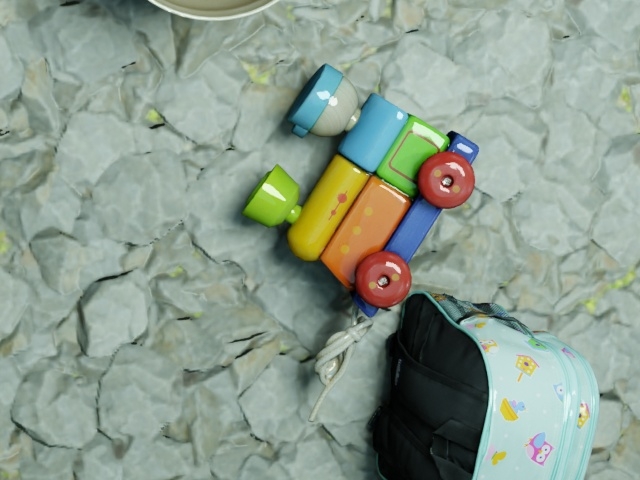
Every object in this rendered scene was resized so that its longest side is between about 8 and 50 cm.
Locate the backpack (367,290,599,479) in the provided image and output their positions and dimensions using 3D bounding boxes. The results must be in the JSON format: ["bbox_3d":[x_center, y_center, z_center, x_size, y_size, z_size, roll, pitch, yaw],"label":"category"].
[{"bbox_3d":[0.128,0.138,1.270,0.144,0.188,0.166,12,99,-13],"label":"backpack"}]

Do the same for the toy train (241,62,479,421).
[{"bbox_3d":[0.000,0.000,1.267,0.143,0.105,0.248,32,95,-5],"label":"toy train"}]

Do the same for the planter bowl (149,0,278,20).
[{"bbox_3d":[-0.081,-0.242,1.187,0.162,0.109,0.162,-2,103,-9],"label":"planter bowl"}]
